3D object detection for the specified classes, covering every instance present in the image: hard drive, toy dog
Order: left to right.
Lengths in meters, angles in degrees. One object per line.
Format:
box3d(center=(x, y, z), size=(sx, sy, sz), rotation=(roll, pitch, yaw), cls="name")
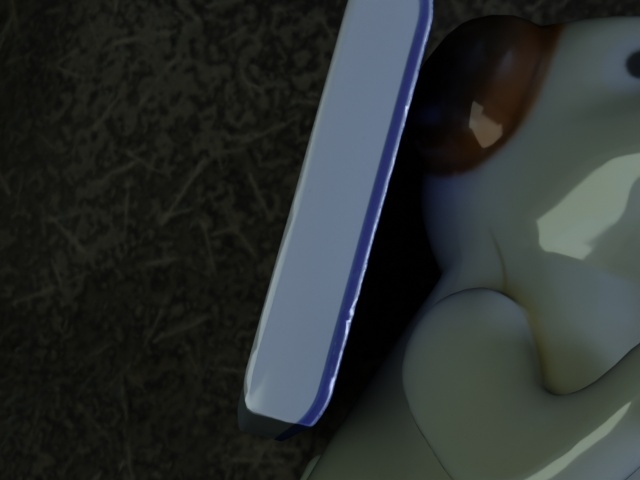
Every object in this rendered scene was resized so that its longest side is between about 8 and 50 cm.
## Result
box3d(center=(0.000, 0.000, 0.952), size=(0.040, 0.318, 0.210), rotation=(15, 82, -1), cls="hard drive")
box3d(center=(0.138, 0.087, 0.923), size=(0.395, 0.285, 0.407), rotation=(-157, 82, -70), cls="toy dog")
